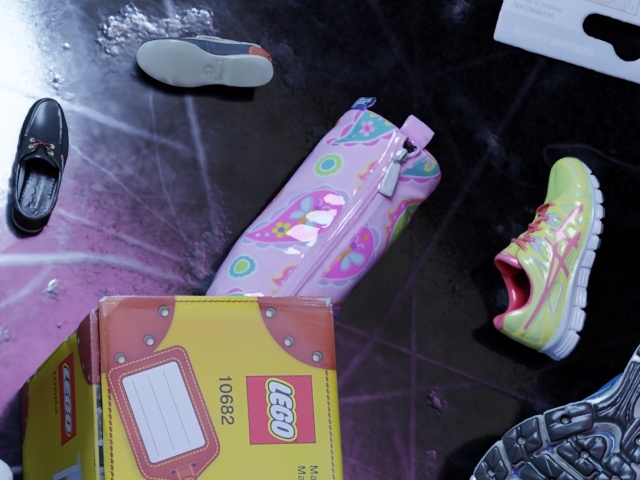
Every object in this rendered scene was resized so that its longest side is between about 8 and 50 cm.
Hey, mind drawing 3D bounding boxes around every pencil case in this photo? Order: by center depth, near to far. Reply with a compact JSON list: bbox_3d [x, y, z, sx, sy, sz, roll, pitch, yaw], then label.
[{"bbox_3d":[0.000,0.000,1.764,0.124,0.124,0.284,41,69,-4],"label":"pencil case"}]

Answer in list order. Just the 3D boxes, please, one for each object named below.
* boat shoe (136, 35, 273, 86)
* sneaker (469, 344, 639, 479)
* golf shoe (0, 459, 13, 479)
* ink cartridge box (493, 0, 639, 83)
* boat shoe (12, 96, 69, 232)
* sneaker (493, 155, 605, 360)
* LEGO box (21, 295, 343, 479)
[{"bbox_3d":[-0.114,-0.179,1.815,0.137,0.049,0.043,4,33,-14],"label":"boat shoe"},{"bbox_3d":[0.284,0.203,1.796,0.330,0.147,0.130,-35,68,-2],"label":"sneaker"},{"bbox_3d":[-0.335,0.258,1.607,0.067,0.086,0.186,46,66,0],"label":"golf shoe"},{"bbox_3d":[0.358,-0.360,2.012,0.308,0.091,0.385,15,89,-14],"label":"ink cartridge box"},{"bbox_3d":[-0.261,-0.075,1.741,0.049,0.042,0.133,11,72,-13],"label":"boat shoe"},{"bbox_3d":[0.223,0.010,1.854,0.094,0.081,0.208,14,73,-12],"label":"sneaker"},{"bbox_3d":[-0.117,0.325,1.506,0.193,0.372,0.500,1,77,-18],"label":"LEGO box"}]
